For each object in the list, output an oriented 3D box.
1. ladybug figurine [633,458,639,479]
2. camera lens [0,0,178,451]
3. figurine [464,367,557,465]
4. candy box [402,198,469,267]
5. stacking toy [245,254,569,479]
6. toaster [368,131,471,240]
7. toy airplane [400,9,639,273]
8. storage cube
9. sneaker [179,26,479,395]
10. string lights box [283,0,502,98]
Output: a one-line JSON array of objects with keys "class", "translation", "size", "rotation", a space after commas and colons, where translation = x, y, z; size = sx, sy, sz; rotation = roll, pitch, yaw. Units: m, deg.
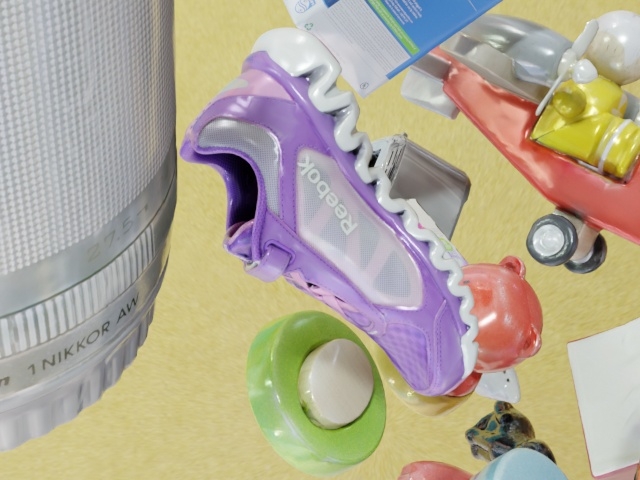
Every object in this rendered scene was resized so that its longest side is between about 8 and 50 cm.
[{"class": "ladybug figurine", "translation": [0.391, 0.287, 1.144], "size": [0.162, 0.305, 0.449], "rotation": [17, 67, 1]}, {"class": "camera lens", "translation": [-0.166, -0.075, 0.457], "size": [0.219, 0.274, 0.219], "rotation": [3, 40, -2]}, {"class": "figurine", "translation": [0.242, 0.224, 1.599], "size": [0.092, 0.209, 0.215], "rotation": [-26, 100, -7]}, {"class": "candy box", "translation": [0.101, 0.046, 1.336], "size": [0.070, 0.165, 0.196], "rotation": [-49, 66, 28]}, {"class": "stacking toy", "translation": [0.099, 0.156, 0.926], "size": [0.130, 0.279, 0.309], "rotation": [-30, 67, 37]}, {"class": "toaster", "translation": [0.095, -0.033, 1.590], "size": [0.146, 0.129, 0.227], "rotation": [34, 66, -25]}, {"class": "toy airplane", "translation": [0.273, -0.177, 1.416], "size": [0.384, 0.386, 0.272], "rotation": [38, 109, -19]}, {"class": "storage cube", "translation": [0.456, 0.205, 1.508], "size": [0.184, 0.193, 0.215], "rotation": [-28, 56, 39]}, {"class": "sneaker", "translation": [0.000, 0.000, 0.691], "size": [0.104, 0.095, 0.236], "rotation": [-36, 99, -25]}, {"class": "string lights box", "translation": [0.103, -0.261, 1.107], "size": [0.260, 0.133, 0.076], "rotation": [-34, 51, 13]}]
